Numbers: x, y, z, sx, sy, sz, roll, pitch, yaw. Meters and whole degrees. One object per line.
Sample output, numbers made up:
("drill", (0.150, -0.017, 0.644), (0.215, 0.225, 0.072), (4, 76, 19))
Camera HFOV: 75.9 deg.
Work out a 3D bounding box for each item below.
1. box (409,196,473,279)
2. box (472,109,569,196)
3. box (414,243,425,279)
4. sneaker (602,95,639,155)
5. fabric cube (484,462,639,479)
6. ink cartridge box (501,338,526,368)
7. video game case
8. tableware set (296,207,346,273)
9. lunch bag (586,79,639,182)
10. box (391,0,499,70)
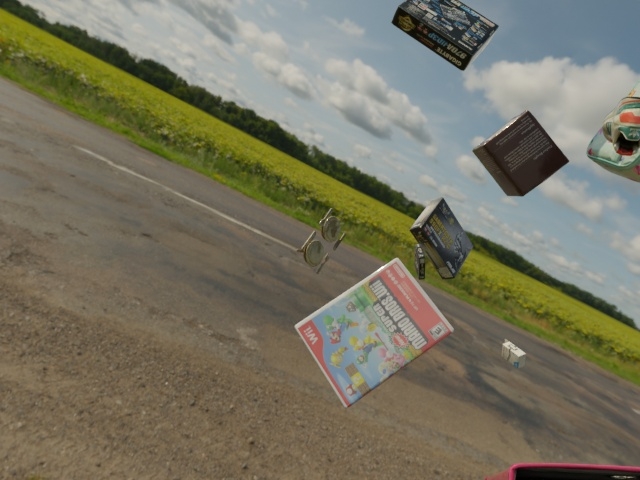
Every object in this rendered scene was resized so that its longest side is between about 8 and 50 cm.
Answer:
("box", (0.432, -0.007, 1.450), (0.056, 0.183, 0.231), (-16, -65, 53))
("box", (0.623, -0.269, 1.300), (0.203, 0.168, 0.167), (52, 11, 0))
("box", (0.293, 0.063, 1.208), (0.018, 0.084, 0.067), (-6, 35, 4))
("sneaker", (0.492, -0.170, 0.668), (0.057, 0.076, 0.161), (15, 1, 24))
("fabric cube", (0.325, 0.387, 0.421), (0.253, 0.259, 0.258), (-3, -32, 14))
("ink cartridge box", (0.586, 0.347, 1.259), (0.028, 0.048, 0.083), (-14, 24, -17))
("video game case", (0.115, 0.193, 0.896), (0.204, 0.285, 0.025), (54, -9, 20))
("tableware set", (0.000, 0.000, 1.340), (0.039, 0.194, 0.128), (9, -38, 40))
("lunch bag", (0.800, -0.284, 0.976), (0.107, 0.279, 0.224), (29, 22, -6))
("box", (0.312, -0.538, 1.024), (0.220, 0.175, 0.051), (37, -30, 7))
